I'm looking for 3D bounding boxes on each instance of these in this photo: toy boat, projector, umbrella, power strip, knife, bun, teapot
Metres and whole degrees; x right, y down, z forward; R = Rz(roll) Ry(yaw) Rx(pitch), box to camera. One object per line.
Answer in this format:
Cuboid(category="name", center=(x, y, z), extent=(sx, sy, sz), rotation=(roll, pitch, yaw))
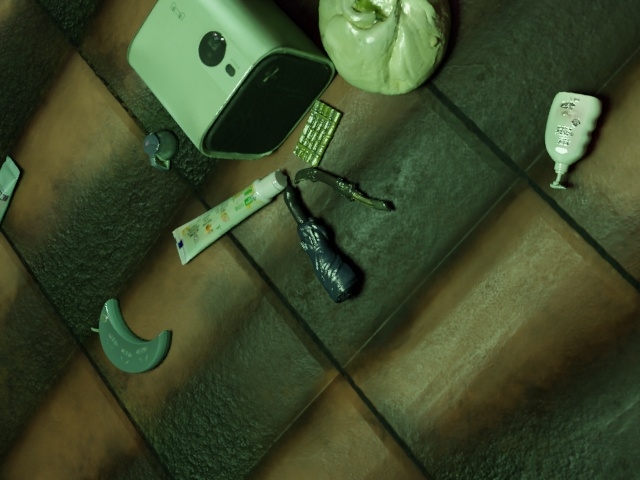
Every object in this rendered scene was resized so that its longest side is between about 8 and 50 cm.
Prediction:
Cuboid(category="toy boat", center=(-0.006, -0.203, 1.494), extent=(0.063, 0.016, 0.115), rotation=(33, 108, 25))
Cuboid(category="projector", center=(-0.163, -0.322, 1.446), extent=(0.249, 0.248, 0.248), rotation=(50, 115, 19))
Cuboid(category="umbrella", center=(-0.004, 0.004, 1.484), extent=(0.071, 0.071, 0.248), rotation=(-42, 65, 25))
Cuboid(category="power strip", center=(-0.428, 0.217, 1.747), extent=(0.216, 0.044, 0.137), rotation=(22, 104, 28))
Cuboid(category="knife", center=(0.040, -0.100, 1.466), extent=(0.222, 0.021, 0.045), rotation=(20, 117, 31))
Cuboid(category="bun", center=(0.095, -0.384, 1.345), extent=(0.259, 0.160, 0.259), rotation=(3, 95, 33))
Cuboid(category="teapot", center=(-0.342, -0.192, 1.670), extent=(0.066, 0.057, 0.088), rotation=(-5, 89, 32))

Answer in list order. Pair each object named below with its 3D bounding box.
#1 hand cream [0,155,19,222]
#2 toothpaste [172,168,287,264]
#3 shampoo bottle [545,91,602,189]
Cuboid(category="hand cream", center=(-0.826, -0.051, 1.972), extent=(0.085, 0.058, 0.331), rotation=(44, 108, 40))
Cuboid(category="toothpaste", center=(-0.190, -0.049, 1.592), extent=(0.314, 0.058, 0.056), rotation=(-30, 118, 33))
Cuboid(category="shampoo bottle", center=(0.389, -0.155, 1.245), extent=(0.077, 0.045, 0.152), rotation=(18, 102, 28))
